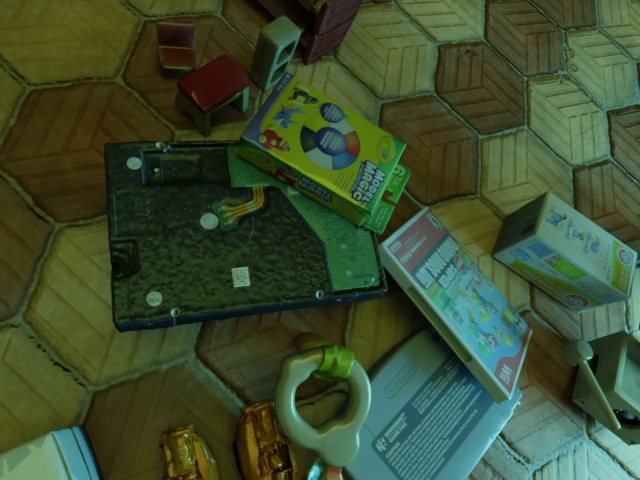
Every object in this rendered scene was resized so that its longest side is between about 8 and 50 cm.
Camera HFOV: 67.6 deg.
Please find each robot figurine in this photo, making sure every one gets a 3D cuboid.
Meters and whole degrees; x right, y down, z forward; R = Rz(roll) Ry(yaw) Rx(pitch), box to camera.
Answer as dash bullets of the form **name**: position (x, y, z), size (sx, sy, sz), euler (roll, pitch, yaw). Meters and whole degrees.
- **robot figurine**: position (-0.092, 0.356, 0.570), size (0.211, 0.085, 0.290), euler (-12, 75, -21)

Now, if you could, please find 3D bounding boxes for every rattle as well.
- **rattle**: position (-0.006, 0.235, 0.636), size (0.130, 0.143, 0.199), euler (-13, 92, -32)

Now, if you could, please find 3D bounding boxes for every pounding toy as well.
- **pounding toy**: position (0.465, 0.241, 0.786), size (0.206, 0.094, 0.181), euler (39, 54, -1)

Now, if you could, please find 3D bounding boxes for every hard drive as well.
- **hard drive**: position (-0.097, -0.018, 0.635), size (0.339, 0.064, 0.236), euler (-6, 72, -18)

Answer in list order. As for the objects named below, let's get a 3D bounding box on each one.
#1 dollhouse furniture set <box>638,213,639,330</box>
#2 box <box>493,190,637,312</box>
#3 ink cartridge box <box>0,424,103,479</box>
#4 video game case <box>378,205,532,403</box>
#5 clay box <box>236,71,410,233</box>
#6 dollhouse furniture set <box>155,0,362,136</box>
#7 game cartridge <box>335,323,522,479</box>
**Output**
- **dollhouse furniture set**: position (0.613, 0.060, 0.866), size (0.303, 0.174, 0.355), euler (32, 29, -19)
- **box**: position (0.435, 0.026, 0.853), size (0.203, 0.114, 0.103), euler (33, 62, -5)
- **ink cartridge box**: position (-0.308, 0.254, 0.476), size (0.140, 0.190, 0.082), euler (-20, 78, -24)
- **video game case**: position (0.220, 0.086, 0.762), size (0.285, 0.025, 0.204), euler (51, 37, 4)
- **clay box**: position (0.017, -0.116, 0.642), size (0.222, 0.053, 0.127), euler (29, 65, -4)
- **dollhouse furniture set**: position (-0.116, -0.374, 0.797), size (0.201, 0.152, 0.374), euler (46, 63, 2)
- **game cartridge**: position (0.153, 0.256, 0.708), size (0.297, 0.062, 0.198), euler (-38, 81, -26)
